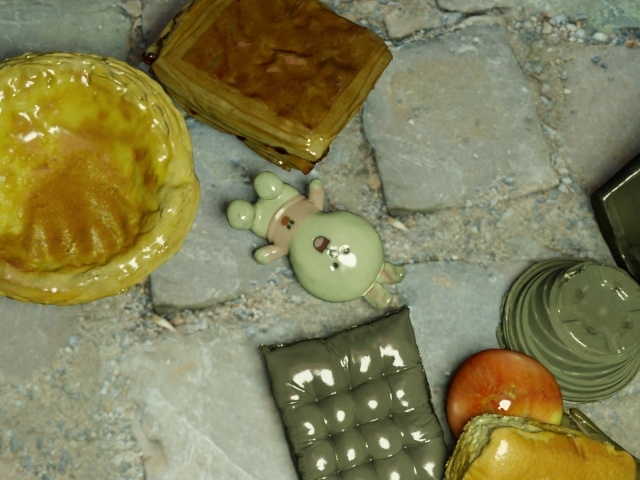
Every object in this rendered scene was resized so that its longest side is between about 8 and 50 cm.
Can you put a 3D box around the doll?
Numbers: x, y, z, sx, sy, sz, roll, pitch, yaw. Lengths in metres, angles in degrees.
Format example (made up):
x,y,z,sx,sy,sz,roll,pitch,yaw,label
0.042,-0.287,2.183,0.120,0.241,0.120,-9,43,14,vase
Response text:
x,y,z,sx,sy,sz,roll,pitch,yaw,label
-0.003,-0.002,1.369,0.275,0.113,0.155,33,88,-2,doll

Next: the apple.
x,y,z,sx,sy,sz,roll,pitch,yaw,label
0.255,0.230,1.299,0.163,0.139,0.164,-6,115,-12,apple

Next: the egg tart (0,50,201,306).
x,y,z,sx,sy,sz,roll,pitch,yaw,label
-0.364,-0.084,1.320,0.387,0.169,0.388,3,74,-9,egg tart

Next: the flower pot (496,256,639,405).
x,y,z,sx,sy,sz,roll,pitch,yaw,label
0.390,0.117,1.358,0.235,0.140,0.236,2,69,-6,flower pot

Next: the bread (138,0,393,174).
x,y,z,sx,sy,sz,roll,pitch,yaw,label
-0.081,-0.248,1.405,0.324,0.167,0.277,29,62,12,bread

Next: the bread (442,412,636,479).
x,y,z,sx,sy,sz,roll,pitch,yaw,label
0.281,0.316,1.198,0.245,0.121,0.174,18,109,-18,bread

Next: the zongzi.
x,y,z,sx,sy,sz,roll,pitch,yaw,label
0.423,0.307,1.317,0.176,0.078,0.160,-12,74,5,zongzi

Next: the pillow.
x,y,z,sx,sy,sz,roll,pitch,yaw,label
0.067,0.273,1.290,0.228,0.101,0.326,-15,73,-9,pillow

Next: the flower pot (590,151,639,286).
x,y,z,sx,sy,sz,roll,pitch,yaw,label
0.561,-0.022,1.355,0.251,0.379,0.379,-29,76,5,flower pot
